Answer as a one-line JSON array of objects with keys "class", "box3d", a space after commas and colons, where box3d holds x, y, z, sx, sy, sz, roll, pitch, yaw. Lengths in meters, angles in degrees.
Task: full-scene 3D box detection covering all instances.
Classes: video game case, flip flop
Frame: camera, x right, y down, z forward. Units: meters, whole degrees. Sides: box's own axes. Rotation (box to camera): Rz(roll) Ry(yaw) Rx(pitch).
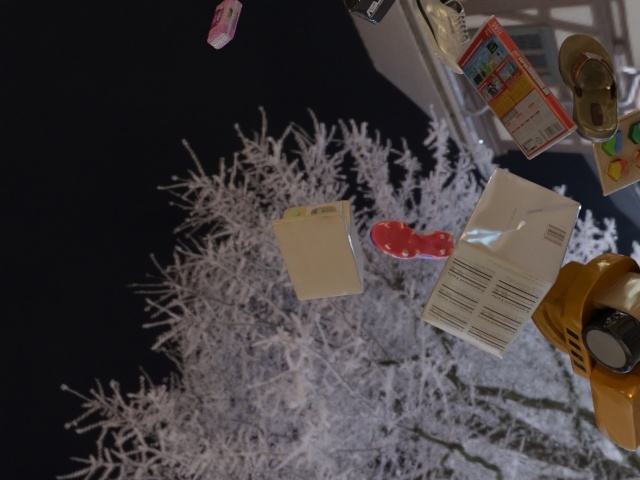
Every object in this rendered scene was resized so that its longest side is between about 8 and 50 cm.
[{"class": "video game case", "box3d": [0.411, -0.318, 1.409, 0.025, 0.204, 0.285, -35, -93, -10]}, {"class": "flip flop", "box3d": [0.563, -0.330, 1.366, 0.080, 0.112, 0.277, 73, -160, -58]}]

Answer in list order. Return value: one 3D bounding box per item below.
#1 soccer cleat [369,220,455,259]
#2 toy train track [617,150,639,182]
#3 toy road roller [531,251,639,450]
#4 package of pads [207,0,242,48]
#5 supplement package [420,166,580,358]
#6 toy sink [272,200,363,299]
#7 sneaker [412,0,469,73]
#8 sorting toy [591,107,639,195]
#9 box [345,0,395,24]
[{"class": "soccer cleat", "box3d": [0.198, 0.007, 1.483, 0.248, 0.095, 0.083, 5, -101, -35]}, {"class": "toy train track", "box3d": [0.761, -0.183, 1.626, 0.083, 0.048, 0.014, -66, -9, 20]}, {"class": "toy road roller", "box3d": [0.512, 0.172, 1.156, 0.202, 0.240, 0.329, -34, -59, -20]}, {"class": "package of pads", "box3d": [-0.171, -0.387, 1.170, 0.032, 0.050, 0.083, 28, -120, -36]}, {"class": "supplement package", "box3d": [0.283, 0.036, 1.043, 0.194, 0.149, 0.203, -53, -15, -40]}, {"class": "toy sink", "box3d": [0.000, 0.000, 1.439, 0.131, 0.153, 0.234, -86, -17, -48]}, {"class": "sneaker", "box3d": [0.319, -0.520, 1.613, 0.235, 0.095, 0.090, 56, -135, -9]}, {"class": "sorting toy", "box3d": [0.854, -0.247, 1.828, 0.193, 0.038, 0.208, -23, -69, -8]}, {"class": "box", "box3d": [0.141, -0.740, 1.502, 0.097, 0.318, 0.395, 15, -135, -32]}]
